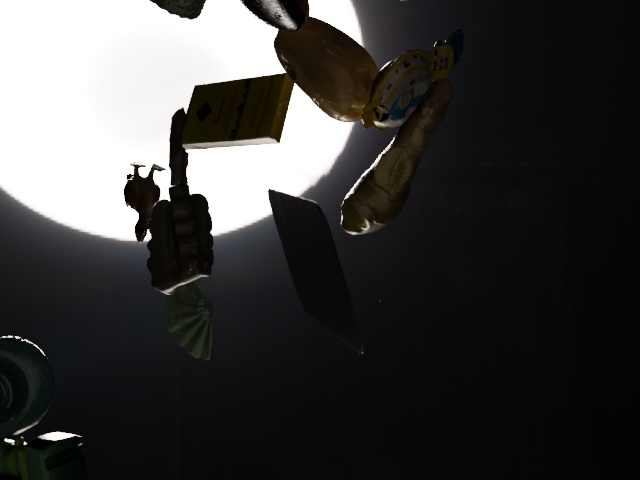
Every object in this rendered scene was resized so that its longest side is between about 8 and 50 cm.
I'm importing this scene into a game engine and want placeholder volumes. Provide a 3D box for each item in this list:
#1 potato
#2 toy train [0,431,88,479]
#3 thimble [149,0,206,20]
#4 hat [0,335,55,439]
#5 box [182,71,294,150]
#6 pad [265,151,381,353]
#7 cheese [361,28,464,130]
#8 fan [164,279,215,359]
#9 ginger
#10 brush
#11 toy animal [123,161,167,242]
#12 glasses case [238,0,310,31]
[{"bbox_3d":[0.013,-0.309,1.473,0.146,0.234,0.150,-28,-21,-34],"label":"potato"},{"bbox_3d":[-0.400,0.325,1.132,0.200,0.132,0.083,-3,5,34],"label":"toy train"},{"bbox_3d":[-0.233,-0.405,1.315,0.110,0.084,0.062,31,-59,-3],"label":"thimble"},{"bbox_3d":[-0.469,0.214,1.139,0.191,0.138,0.078,-21,-3,-39],"label":"hat"},{"bbox_3d":[-0.185,-0.277,1.779,0.279,0.153,0.041,1,-19,38],"label":"box"},{"bbox_3d":[-0.001,-0.001,1.362,0.063,0.314,0.375,-20,14,-14],"label":"pad"},{"bbox_3d":[0.162,-0.274,1.397,0.064,0.250,0.156,37,-24,27],"label":"cheese"},{"bbox_3d":[-0.323,0.185,2.041,0.131,0.240,0.009,-15,-5,12],"label":"fan"},{"bbox_3d":[0.131,-0.128,1.327,0.086,0.294,0.131,39,15,24],"label":"ginger"},{"bbox_3d":[-0.188,-0.068,1.083,0.084,0.301,0.071,-29,-42,26],"label":"brush"},{"bbox_3d":[-0.420,-0.095,1.909,0.089,0.179,0.188,4,14,-30],"label":"toy animal"},{"bbox_3d":[-0.106,-0.425,1.226,0.122,0.082,0.321,25,-14,25],"label":"glasses case"}]
